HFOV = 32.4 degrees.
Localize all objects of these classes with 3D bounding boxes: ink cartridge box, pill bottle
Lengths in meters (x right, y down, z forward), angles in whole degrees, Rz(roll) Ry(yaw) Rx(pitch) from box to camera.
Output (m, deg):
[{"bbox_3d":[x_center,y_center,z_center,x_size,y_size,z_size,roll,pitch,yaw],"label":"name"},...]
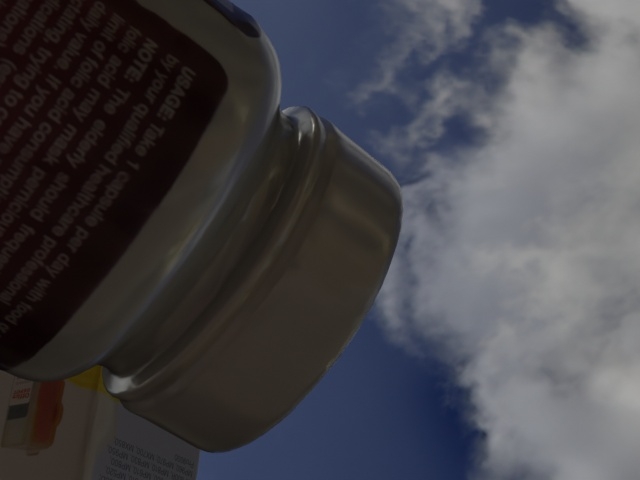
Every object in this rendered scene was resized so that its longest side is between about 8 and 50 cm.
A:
[{"bbox_3d":[-0.253,0.123,1.007,0.279,0.160,0.384,-9,-119,28],"label":"ink cartridge box"},{"bbox_3d":[-0.164,-0.070,0.550,0.392,0.224,0.224,36,-63,-20],"label":"pill bottle"}]
